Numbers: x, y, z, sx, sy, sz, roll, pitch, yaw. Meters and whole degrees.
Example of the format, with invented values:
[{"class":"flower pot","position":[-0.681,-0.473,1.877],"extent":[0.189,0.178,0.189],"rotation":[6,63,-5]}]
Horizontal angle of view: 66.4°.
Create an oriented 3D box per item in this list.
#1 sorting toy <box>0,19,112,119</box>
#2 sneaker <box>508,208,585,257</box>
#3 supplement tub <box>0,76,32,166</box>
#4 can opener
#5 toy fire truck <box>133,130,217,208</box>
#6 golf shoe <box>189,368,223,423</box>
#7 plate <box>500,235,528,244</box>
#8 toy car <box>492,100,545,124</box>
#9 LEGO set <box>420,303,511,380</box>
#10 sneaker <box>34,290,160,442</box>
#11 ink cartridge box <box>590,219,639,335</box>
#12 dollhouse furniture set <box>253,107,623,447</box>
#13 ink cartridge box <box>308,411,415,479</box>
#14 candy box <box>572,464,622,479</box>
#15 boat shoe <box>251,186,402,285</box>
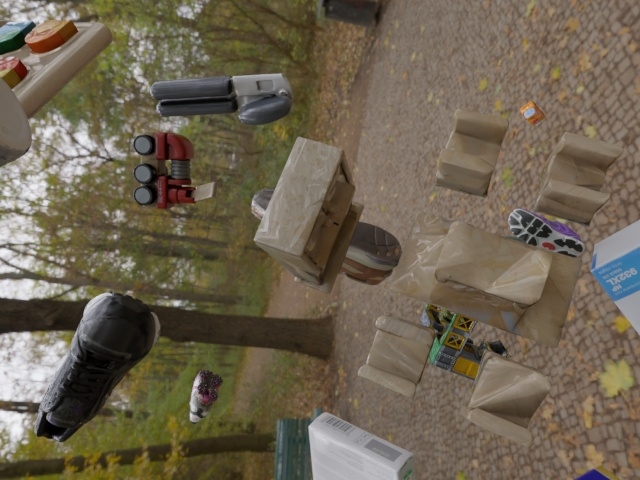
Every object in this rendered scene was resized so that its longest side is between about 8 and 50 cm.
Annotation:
[{"class":"sorting toy","position":[-0.412,-0.240,0.648],"extent":[0.038,0.208,0.193],"rotation":[76,-147,-51]},{"class":"sneaker","position":[0.487,-0.020,1.063],"extent":[0.068,0.170,0.071],"rotation":[-61,1,41]},{"class":"supplement tub","position":[-0.399,-0.096,0.471],"extent":[0.117,0.190,0.117],"rotation":[64,180,-1]},{"class":"can opener","position":[-0.192,-0.266,0.934],"extent":[0.095,0.284,0.076],"rotation":[-81,-14,-45]},{"class":"toy fire truck","position":[-0.394,-0.192,1.381],"extent":[0.158,0.247,0.217],"rotation":[-67,-19,-78]},{"class":"golf shoe","position":[-0.295,0.384,1.222],"extent":[0.086,0.068,0.186],"rotation":[-60,6,3]},{"class":"plate","position":[0.305,0.071,0.893],"extent":[0.024,0.188,0.188],"rotation":[-113,30,-48]},{"class":"toy car","position":[0.452,-0.273,1.130],"extent":[0.060,0.122,0.040],"rotation":[52,-146,-34]},{"class":"LEGO set","position":[0.380,0.197,1.187],"extent":[0.331,0.192,0.254],"rotation":[-84,15,-84]},{"class":"sneaker","position":[-0.311,0.189,0.675],"extent":[0.283,0.107,0.124],"rotation":[-49,23,34]},{"class":"ink cartridge box","position":[0.672,0.125,0.935],"extent":[0.129,0.307,0.223],"rotation":[-39,-8,31]},{"class":"dollhouse furniture set","position":[0.142,0.027,0.706],"extent":[0.256,0.394,0.362],"rotation":[55,-124,-72]},{"class":"ink cartridge box","position":[0.067,0.412,0.784],"extent":[0.181,0.056,0.224],"rotation":[9,111,42]},{"class":"candy box","position":[0.313,0.385,0.467],"extent":[0.268,0.317,0.122],"rotation":[33,109,46]},{"class":"boat shoe","position":[0.000,0.000,0.995],"extent":[0.123,0.324,0.116],"rotation":[-53,-13,-48]}]
